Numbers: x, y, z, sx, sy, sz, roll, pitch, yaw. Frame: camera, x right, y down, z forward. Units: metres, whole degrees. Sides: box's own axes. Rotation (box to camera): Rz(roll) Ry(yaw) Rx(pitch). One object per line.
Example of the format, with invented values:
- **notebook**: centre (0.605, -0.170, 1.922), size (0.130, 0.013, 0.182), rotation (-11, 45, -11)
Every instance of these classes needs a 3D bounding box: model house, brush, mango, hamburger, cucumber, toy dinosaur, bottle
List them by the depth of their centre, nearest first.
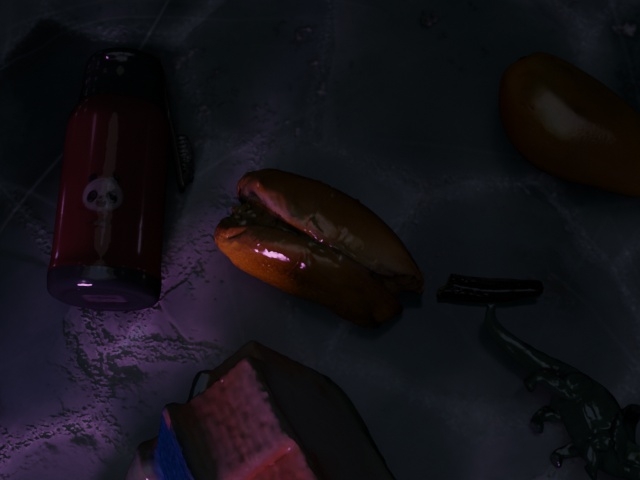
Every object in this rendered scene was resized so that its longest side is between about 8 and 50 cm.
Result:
- **model house**: centre (-0.080, 0.324, 1.479), size (0.280, 0.245, 0.312), rotation (-41, 53, 15)
- **toy dinosaur**: centre (0.296, 0.207, 1.557), size (0.292, 0.079, 0.120), rotation (34, 73, 8)
- **hamburger**: centre (0.000, 0.000, 1.586), size (0.283, 0.156, 0.144), rotation (24, 77, 11)
- **cucumber**: centre (0.217, 0.064, 1.621), size (0.134, 0.033, 0.034), rotation (6, 113, 5)
- **bottle**: centre (-0.262, -0.086, 1.630), size (0.144, 0.144, 0.336), rotation (3, 74, 4)
- **mango**: centre (0.334, -0.137, 1.631), size (0.253, 0.113, 0.138), rotation (37, 76, 4)
- **brush**: centre (-0.194, -0.157, 1.702), size (0.027, 0.034, 0.190), rotation (-11, 74, -10)
